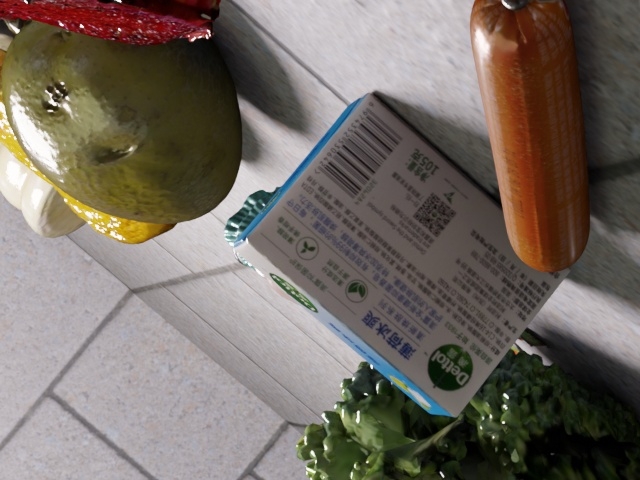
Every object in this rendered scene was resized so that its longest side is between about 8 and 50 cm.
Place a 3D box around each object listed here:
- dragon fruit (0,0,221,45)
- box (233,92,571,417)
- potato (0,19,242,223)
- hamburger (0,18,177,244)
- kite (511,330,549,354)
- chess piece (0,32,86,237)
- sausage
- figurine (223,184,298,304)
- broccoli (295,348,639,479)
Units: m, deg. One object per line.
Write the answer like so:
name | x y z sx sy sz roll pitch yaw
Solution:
dragon fruit | -0.149 -0.197 1.091 0.261 0.163 0.189 16 126 57
box | 0.057 0.012 1.236 0.194 0.139 0.073 41 169 -6
potato | -0.147 -0.098 1.408 0.174 0.159 0.251 15 163 29
hamburger | -0.182 -0.102 1.582 0.156 0.144 0.283 12 153 46
kite | 0.143 0.072 1.545 0.159 0.010 0.190 42 170 -15
chess piece | -0.355 -0.154 1.926 0.299 0.167 0.167 41 170 14
sausage | 0.121 -0.056 0.975 0.053 0.053 0.348 35 168 21
figurine | 0.000 0.000 1.489 0.137 0.110 0.245 1 -175 -18
broccoli | 0.155 0.225 1.481 0.277 0.317 0.338 30 134 34
